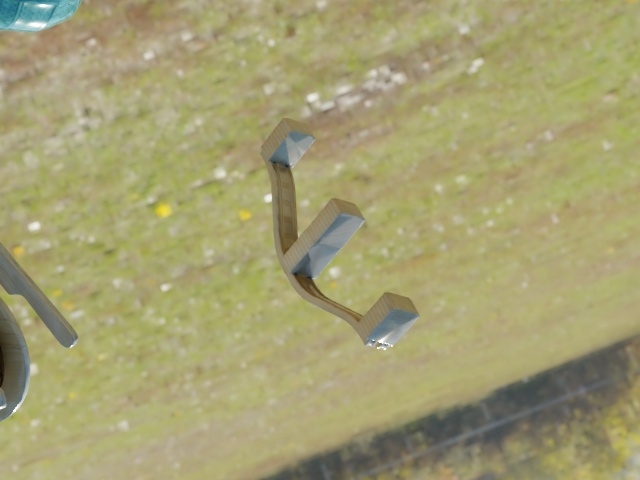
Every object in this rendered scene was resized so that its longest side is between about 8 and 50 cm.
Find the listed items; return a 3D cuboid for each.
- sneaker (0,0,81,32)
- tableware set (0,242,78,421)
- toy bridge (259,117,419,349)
[{"bbox_3d":[-0.238,-0.136,0.685,0.302,0.121,0.108,21,-151,23],"label":"sneaker"},{"bbox_3d":[-0.218,0.015,0.682,0.128,0.194,0.039,-43,176,37],"label":"tableware set"},{"bbox_3d":[0.000,0.000,0.924,0.026,0.188,0.063,14,125,-42],"label":"toy bridge"}]
